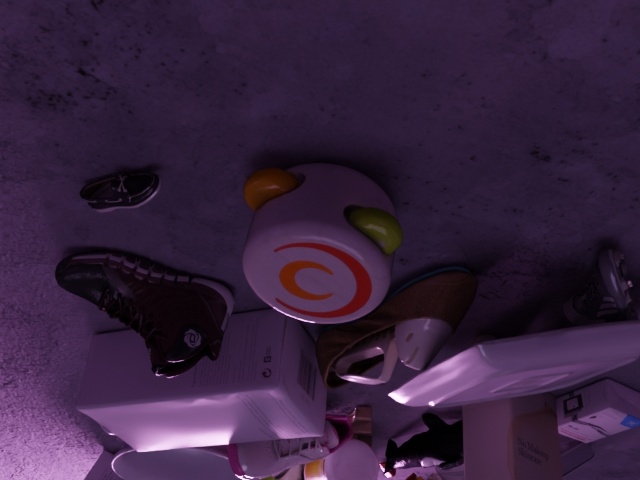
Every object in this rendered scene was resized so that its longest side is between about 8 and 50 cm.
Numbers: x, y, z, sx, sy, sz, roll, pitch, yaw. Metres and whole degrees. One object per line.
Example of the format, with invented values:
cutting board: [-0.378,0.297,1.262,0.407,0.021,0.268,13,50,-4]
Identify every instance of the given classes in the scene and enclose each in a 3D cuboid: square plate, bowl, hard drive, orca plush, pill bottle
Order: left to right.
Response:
bowl: [-0.271,0.416,1.810,0.297,0.134,0.298,3,146,2]
pill bottle: [0.036,0.488,1.869,0.117,0.117,0.215,14,158,-13]
orca plush: [0.233,0.387,1.785,0.151,0.102,0.287,-27,-176,-42]
hard drive: [0.417,0.527,1.892,0.203,0.040,0.307,-17,161,-36]
square plate: [0.321,0.198,1.362,0.347,0.049,0.344,-4,160,-20]

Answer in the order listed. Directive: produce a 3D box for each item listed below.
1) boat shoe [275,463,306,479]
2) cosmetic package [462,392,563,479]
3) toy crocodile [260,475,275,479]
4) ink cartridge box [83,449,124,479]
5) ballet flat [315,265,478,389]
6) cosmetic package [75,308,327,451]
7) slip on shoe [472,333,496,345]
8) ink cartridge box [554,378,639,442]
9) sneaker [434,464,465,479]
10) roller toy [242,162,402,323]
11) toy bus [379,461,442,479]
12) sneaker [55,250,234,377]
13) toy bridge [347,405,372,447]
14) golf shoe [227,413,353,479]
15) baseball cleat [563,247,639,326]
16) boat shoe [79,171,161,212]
boat shoe: [-0.039,0.630,2.102,0.158,0.127,0.340,23,142,-13]
cosmetic package: [0.343,0.406,1.568,0.113,0.310,0.160,-26,137,38]
toy crocodile: [-0.183,0.508,1.958,0.105,0.115,0.340,31,136,-25]
ink cartridge box: [-0.383,0.637,2.052,0.307,0.129,0.223,19,155,30]
ballet flat: [0.114,0.158,1.392,0.116,0.124,0.342,30,138,-33]
cosmetic package: [-0.200,0.251,1.544,0.384,0.156,0.217,-7,144,19]
slip on shoe: [0.280,0.210,1.523,0.051,0.041,0.135,4,146,1]
ink cartridge box: [0.501,0.326,1.652,0.104,0.060,0.180,23,142,-26]
sneaker: [0.341,0.445,1.820,0.108,0.100,0.271,47,126,-5]
roller toy: [0.000,0.000,1.153,0.209,0.146,0.191,8,137,4]
toy bus: [0.183,0.593,1.943,0.191,0.104,0.202,15,127,48]
sneaker: [-0.273,0.120,1.345,0.281,0.163,0.106,13,145,-12]
toy bridge: [0.075,0.385,1.820,0.063,0.026,0.188,2,147,6]
golf shoe: [-0.053,0.376,1.679,0.140,0.115,0.306,-20,171,30]
baseball cleat: [0.406,0.084,1.295,0.109,0.072,0.206,-11,142,21]
boat shoe: [-0.266,-0.069,1.174,0.125,0.046,0.038,-8,150,33]
